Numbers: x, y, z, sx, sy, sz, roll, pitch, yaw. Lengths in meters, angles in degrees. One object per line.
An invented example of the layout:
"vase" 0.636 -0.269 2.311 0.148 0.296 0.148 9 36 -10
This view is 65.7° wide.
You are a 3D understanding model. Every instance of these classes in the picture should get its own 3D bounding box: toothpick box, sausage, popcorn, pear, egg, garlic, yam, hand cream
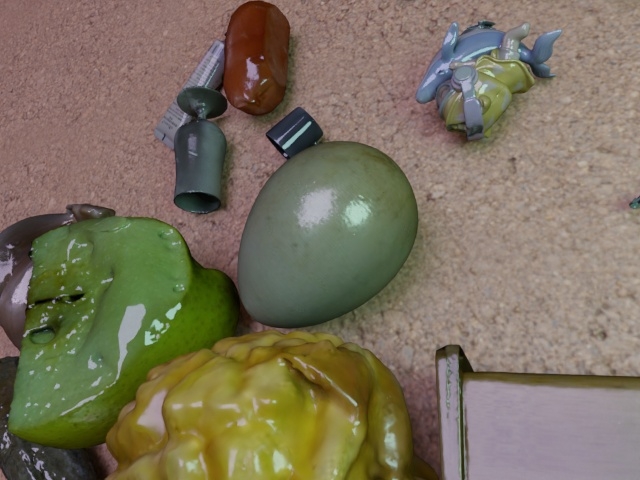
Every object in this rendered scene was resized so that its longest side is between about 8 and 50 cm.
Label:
"toothpick box" 0.281 0.211 0.477 0.307 0.187 0.190 -5 65 21
"sausage" -0.127 -0.359 0.974 0.133 0.133 0.259 -10 67 23
"popcorn" -0.038 0.249 0.524 0.348 0.381 0.349 2 98 15
"pear" -0.279 0.125 0.779 0.317 0.239 0.343 -19 54 5
"egg" 0.000 0.000 0.691 0.295 0.218 0.218 -49 55 14
"garlic" -0.536 0.064 0.974 0.278 0.132 0.325 20 71 24
"yam" -0.472 0.339 0.835 0.330 0.133 0.133 36 87 30
"hand cream" -0.264 -0.326 1.074 0.095 0.059 0.276 38 93 33

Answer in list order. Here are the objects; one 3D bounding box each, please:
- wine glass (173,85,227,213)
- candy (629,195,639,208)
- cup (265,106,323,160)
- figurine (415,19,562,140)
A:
"wine glass" -0.232 -0.173 0.956 0.103 0.103 0.231 -11 67 22
"candy" 0.456 -0.083 0.595 0.175 0.045 0.043 -35 46 8
"cup" -0.036 -0.178 0.882 0.077 0.078 0.100 -44 90 -2
"figurine" 0.243 -0.240 0.731 0.208 0.128 0.184 -10 66 18
